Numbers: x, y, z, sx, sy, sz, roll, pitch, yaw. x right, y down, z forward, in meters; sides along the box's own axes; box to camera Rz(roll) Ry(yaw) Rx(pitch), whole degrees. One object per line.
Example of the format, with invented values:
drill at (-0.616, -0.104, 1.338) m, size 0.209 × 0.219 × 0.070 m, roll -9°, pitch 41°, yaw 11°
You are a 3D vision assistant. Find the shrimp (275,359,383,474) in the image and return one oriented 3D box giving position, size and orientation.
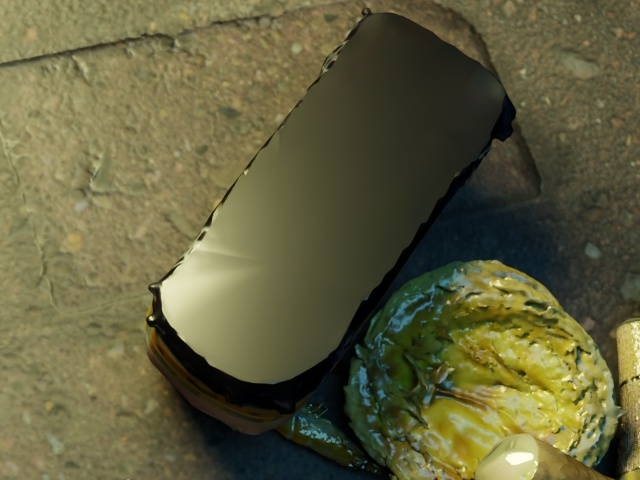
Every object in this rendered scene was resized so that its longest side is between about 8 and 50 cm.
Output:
shrimp at (0.012, 0.153, 1.567) m, size 0.127 × 0.025 × 0.091 m, roll 40°, pitch 62°, yaw 1°

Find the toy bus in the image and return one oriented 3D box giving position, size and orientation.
toy bus at (0.000, 0.000, 1.539) m, size 0.171 × 0.162 × 0.386 m, roll 33°, pitch 63°, yaw 6°

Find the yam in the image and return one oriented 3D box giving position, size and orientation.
yam at (0.290, 0.266, 1.537) m, size 0.356 × 0.081 × 0.081 m, roll 30°, pitch 63°, yaw -18°

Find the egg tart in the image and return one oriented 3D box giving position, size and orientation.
egg tart at (0.139, 0.136, 1.580) m, size 0.252 × 0.098 × 0.232 m, roll 17°, pitch 81°, yaw -10°

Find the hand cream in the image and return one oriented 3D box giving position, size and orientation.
hand cream at (0.299, 0.165, 1.640) m, size 0.084 × 0.084 × 0.203 m, roll 5°, pitch 62°, yaw -17°
